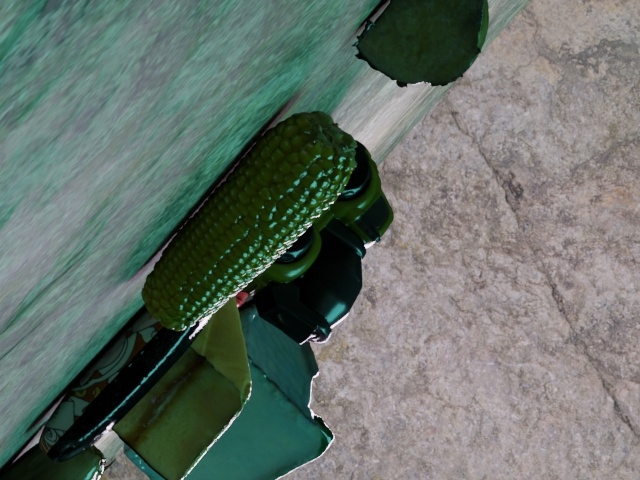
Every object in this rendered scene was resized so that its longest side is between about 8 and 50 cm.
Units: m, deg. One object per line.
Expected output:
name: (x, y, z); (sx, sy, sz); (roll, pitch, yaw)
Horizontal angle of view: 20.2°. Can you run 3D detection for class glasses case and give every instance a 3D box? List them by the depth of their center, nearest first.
glasses case: (-0.215, 0.144, 2.022); (0.267, 0.067, 0.103); (-46, 176, -3)

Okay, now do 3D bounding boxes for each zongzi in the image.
zongzi: (-0.356, 0.311, 2.099); (0.194, 0.099, 0.197); (-48, 170, 22)

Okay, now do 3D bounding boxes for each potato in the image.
potato: (0.118, -0.216, 1.617); (0.172, 0.100, 0.089); (-52, 180, 39)

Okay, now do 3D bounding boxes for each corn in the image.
corn: (-0.069, -0.016, 1.675); (0.091, 0.091, 0.260); (16, 125, -47)

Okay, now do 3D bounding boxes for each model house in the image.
model house: (-0.140, 0.209, 2.644); (0.280, 0.230, 0.249); (-29, -150, 21)

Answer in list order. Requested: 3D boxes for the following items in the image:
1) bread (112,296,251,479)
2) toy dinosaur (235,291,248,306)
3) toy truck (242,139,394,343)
bread: (-0.149, 0.154, 2.226); (0.168, 0.163, 0.264); (-49, 178, 26)
toy dinosaur: (-0.063, 0.078, 2.762); (0.286, 0.139, 0.070); (-48, 178, 11)
toy truck: (0.000, 0.000, 2.077); (0.224, 0.165, 0.147); (-47, -174, -27)
